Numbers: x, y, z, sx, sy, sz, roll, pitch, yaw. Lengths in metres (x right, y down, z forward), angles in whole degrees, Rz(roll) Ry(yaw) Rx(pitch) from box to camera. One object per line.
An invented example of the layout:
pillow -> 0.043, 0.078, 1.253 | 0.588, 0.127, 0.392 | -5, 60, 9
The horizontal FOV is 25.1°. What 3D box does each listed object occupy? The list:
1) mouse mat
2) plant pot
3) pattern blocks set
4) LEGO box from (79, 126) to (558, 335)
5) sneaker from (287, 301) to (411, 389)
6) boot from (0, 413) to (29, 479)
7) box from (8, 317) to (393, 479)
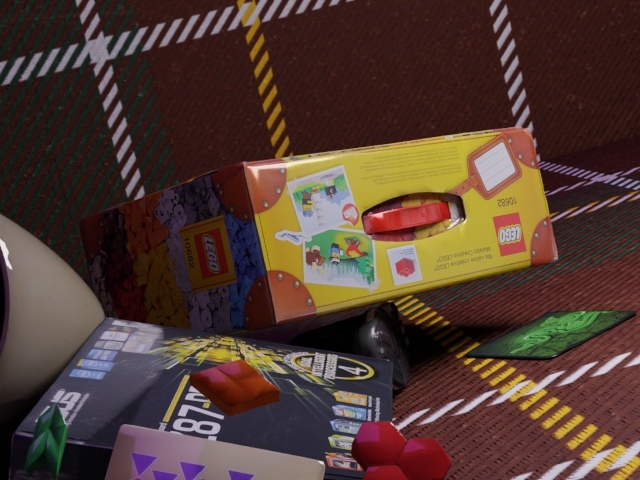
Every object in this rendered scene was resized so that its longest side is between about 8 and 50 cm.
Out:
mouse mat -> 0.300, 0.121, 1.865 | 0.190, 0.007, 0.153 | -20, 10, -39
plant pot -> -0.346, 0.085, 1.470 | 0.257, 0.256, 0.274 | -10, -12, 21
pattern blocks set -> -0.084, 0.225, 1.112 | 0.325, 0.026, 0.285 | 17, 58, 8
LEGO box -> 0.000, 0.000, 1.889 | 0.500, 0.193, 0.372 | -10, -3, -41
sneaker -> 0.025, 0.153, 1.834 | 0.163, 0.106, 0.281 | -18, -2, 7
boot -> -0.375, 0.232, 1.711 | 0.367, 0.146, 0.445 | -7, 9, -25
box -> -0.091, 0.181, 1.356 | 0.318, 0.097, 0.395 | 6, 11, 3
